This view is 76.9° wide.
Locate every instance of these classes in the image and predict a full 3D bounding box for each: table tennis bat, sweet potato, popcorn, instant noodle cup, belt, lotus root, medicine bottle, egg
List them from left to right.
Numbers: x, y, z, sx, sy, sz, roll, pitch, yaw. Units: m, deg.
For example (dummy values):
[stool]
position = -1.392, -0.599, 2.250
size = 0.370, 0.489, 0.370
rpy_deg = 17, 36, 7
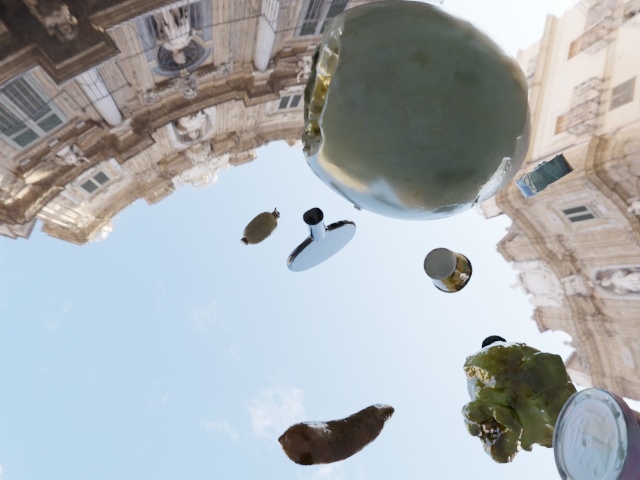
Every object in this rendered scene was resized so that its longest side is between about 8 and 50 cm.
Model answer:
[lotus root]
position = -0.173, -0.040, 1.193
size = 0.150, 0.062, 0.073
rpy_deg = -43, -94, -11
[table tennis bat]
position = 0.000, 0.000, 0.711
size = 0.150, 0.236, 0.027
rpy_deg = -32, -109, -5
[sweet potato]
position = 0.047, 0.438, 0.906
size = 0.291, 0.097, 0.097
rpy_deg = -4, -96, -22
[egg]
position = 0.141, -0.161, 0.564
size = 0.336, 0.278, 0.278
rpy_deg = 13, -100, -16
[instant noodle cup]
position = 0.423, 0.092, 1.370
size = 0.122, 0.151, 0.152
rpy_deg = 30, -106, -46
[popcorn]
position = 0.454, 0.374, 0.958
size = 0.276, 0.225, 0.277
rpy_deg = -8, -122, 13
[belt]
position = 0.696, -0.202, 1.262
size = 0.151, 0.198, 0.078
rpy_deg = -32, -98, 5
[medicine bottle]
position = 0.466, 0.276, 0.400
size = 0.426, 0.108, 0.108
rpy_deg = 21, -101, 2

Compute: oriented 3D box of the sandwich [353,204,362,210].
[sandwich]
position = 0.141, -0.138, 1.416
size = 0.026, 0.101, 0.069
rpy_deg = 17, -63, 16

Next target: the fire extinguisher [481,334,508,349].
[fire extinguisher]
position = 0.647, 0.443, 1.439
size = 0.093, 0.118, 0.294
rpy_deg = -60, -43, -24
